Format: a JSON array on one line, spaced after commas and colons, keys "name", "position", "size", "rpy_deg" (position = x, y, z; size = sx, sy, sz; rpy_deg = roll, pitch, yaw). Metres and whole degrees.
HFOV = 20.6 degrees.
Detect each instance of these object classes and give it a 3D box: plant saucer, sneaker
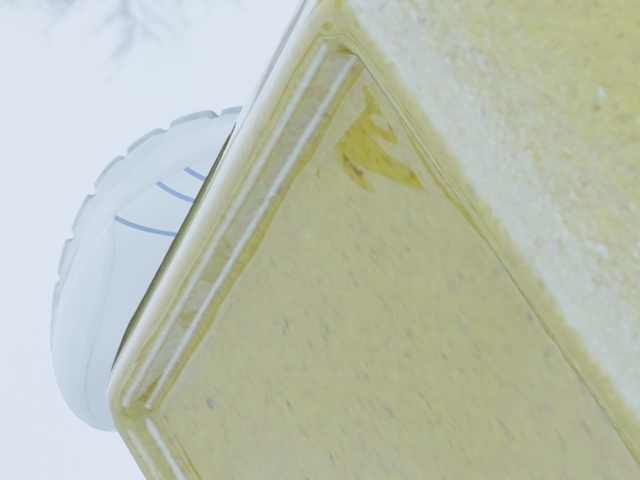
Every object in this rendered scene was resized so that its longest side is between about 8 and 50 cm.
[{"name": "plant saucer", "position": [0.055, 0.078, 0.485], "size": [0.081, 0.333, 0.333], "rpy_deg": [-24, 161, -31]}, {"name": "sneaker", "position": [0.000, 0.000, 0.707], "size": [0.297, 0.111, 0.129], "rpy_deg": [-37, -137, 25]}]
